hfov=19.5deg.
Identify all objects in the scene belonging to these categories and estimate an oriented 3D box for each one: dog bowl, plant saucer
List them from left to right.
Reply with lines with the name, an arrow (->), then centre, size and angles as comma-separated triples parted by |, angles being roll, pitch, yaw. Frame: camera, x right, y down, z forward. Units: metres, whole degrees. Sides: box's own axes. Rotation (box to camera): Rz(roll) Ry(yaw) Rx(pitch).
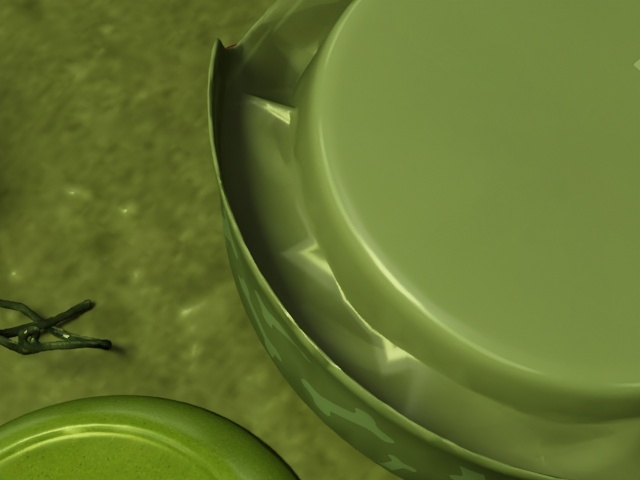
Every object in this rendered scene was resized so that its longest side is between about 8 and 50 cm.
plant saucer -> -0.112, 0.173, 0.879 | 0.241, 0.037, 0.241 | -4, 58, 7
dog bowl -> 0.112, -0.027, 0.873 | 0.349, 0.102, 0.349 | 6, 60, -10

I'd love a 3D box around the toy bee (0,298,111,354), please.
toy bee -> -0.267, -0.030, 0.963 | 0.298, 0.195, 0.162 | 2, 92, -21

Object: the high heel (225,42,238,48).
high heel -> 0.000, 0.000, 0.943 | 0.117, 0.082, 0.244 | -35, 71, -24
